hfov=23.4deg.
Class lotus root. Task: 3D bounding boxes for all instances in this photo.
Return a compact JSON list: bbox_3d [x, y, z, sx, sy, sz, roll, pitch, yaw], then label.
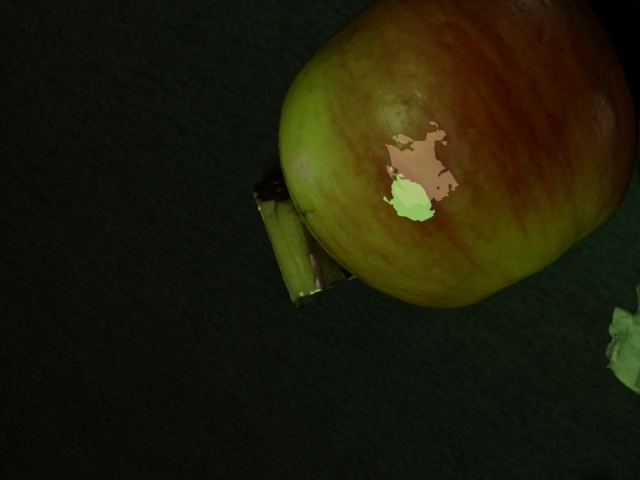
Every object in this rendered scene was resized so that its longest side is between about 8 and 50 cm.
[{"bbox_3d":[-0.004,-0.002,1.466,0.159,0.095,0.135,-149,35,-79],"label":"lotus root"}]

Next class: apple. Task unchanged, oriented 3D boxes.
[{"bbox_3d":[0.106,-0.078,1.185,0.286,0.286,0.233,-37,86,46],"label":"apple"}]

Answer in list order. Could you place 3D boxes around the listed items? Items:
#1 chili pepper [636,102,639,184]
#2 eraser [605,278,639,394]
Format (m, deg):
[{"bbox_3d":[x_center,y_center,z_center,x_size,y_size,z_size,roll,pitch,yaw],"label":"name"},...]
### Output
[{"bbox_3d":[0.296,-0.071,1.169,0.144,0.136,0.253,7,138,-5],"label":"chili pepper"},{"bbox_3d":[0.385,0.116,1.174,0.332,0.102,0.155,26,159,16],"label":"eraser"}]
